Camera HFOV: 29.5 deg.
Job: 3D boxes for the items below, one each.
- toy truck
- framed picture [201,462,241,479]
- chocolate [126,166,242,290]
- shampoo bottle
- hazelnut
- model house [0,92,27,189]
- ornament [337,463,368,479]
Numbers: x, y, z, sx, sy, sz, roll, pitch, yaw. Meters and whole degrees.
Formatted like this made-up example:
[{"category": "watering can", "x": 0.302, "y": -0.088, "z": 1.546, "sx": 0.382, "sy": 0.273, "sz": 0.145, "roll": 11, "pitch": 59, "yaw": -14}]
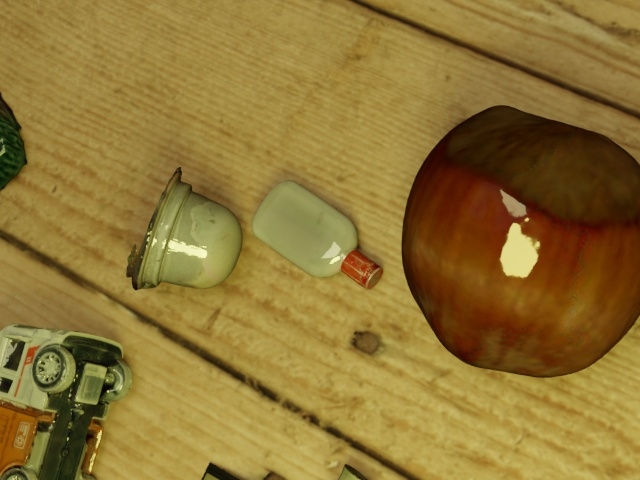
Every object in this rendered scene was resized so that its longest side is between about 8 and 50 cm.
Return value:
[{"category": "toy truck", "x": -0.452, "y": 0.318, "z": 1.866, "sx": 0.207, "sy": 0.173, "sz": 0.387, "roll": 11, "pitch": 82, "yaw": 31}, {"category": "framed picture", "x": -0.143, "y": 0.446, "z": 1.774, "sx": 0.195, "sy": 0.010, "sz": 0.199, "roll": 18, "pitch": 82, "yaw": 42}, {"category": "chocolate", "x": -0.198, "y": 0.010, "z": 1.875, "sx": 0.147, "sy": 0.221, "sz": 0.221, "roll": 27, "pitch": 85, "yaw": -2}, {"category": "shampoo bottle", "x": 0.000, "y": 0.000, "z": 1.858, "sx": 0.221, "sy": 0.051, "sz": 0.108, "roll": 35, "pitch": 86, "yaw": 25}, {"category": "hazelnut", "x": 0.272, "y": 0.000, "z": 1.631, "sx": 0.366, "sy": 0.366, "sz": 0.366, "roll": -5, "pitch": 74, "yaw": 18}, {"category": "model house", "x": -0.744, "y": -0.214, "z": 2.026, "sx": 0.297, "sy": 0.339, "sz": 0.360, "roll": -41, "pitch": 66, "yaw": 7}, {"category": "ornament", "x": 0.011, "y": 0.398, "z": 1.734, "sx": 0.081, "sy": 0.075, "sz": 0.156, "roll": 40, "pitch": 89, "yaw": 3}]
